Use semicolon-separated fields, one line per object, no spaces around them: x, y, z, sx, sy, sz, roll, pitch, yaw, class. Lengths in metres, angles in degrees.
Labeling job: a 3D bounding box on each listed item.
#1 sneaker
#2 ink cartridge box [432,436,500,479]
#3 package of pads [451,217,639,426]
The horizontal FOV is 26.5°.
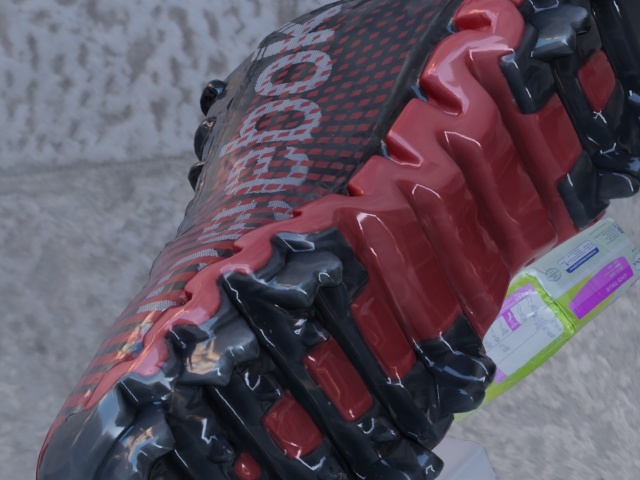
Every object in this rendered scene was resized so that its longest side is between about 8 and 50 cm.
0.000;0.000;0.435;0.135;0.098;0.276;8;46;44;sneaker
-0.052;0.201;0.602;0.273;0.114;0.197;-40;25;-33;ink cartridge box
0.241;0.113;1.689;0.101;0.229;0.296;52;130;8;package of pads
